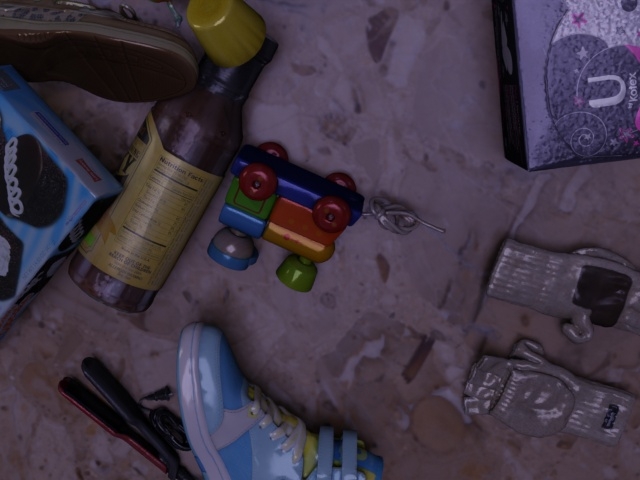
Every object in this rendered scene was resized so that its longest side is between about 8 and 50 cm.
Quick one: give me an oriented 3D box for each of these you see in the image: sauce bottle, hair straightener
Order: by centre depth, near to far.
[{"bbox_3d":[-0.160,-0.087,0.967,0.111,0.111,0.344,30,97,-4],"label":"sauce bottle"},{"bbox_3d":[-0.210,0.225,1.064,0.089,0.047,0.230,-44,97,10],"label":"hair straightener"}]

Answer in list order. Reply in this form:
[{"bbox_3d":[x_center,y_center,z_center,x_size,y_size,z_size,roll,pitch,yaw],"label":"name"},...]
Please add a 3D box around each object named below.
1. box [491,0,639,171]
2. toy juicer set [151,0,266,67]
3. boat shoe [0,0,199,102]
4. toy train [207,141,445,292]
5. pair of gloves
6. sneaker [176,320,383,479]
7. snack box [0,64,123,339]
[{"bbox_3d":[0.273,-0.207,0.903,0.163,0.142,0.247,-7,102,4],"label":"box"},{"bbox_3d":[-0.062,-0.351,0.912,0.209,0.089,0.329,36,87,30],"label":"toy juicer set"},{"bbox_3d":[-0.255,-0.219,0.919,0.285,0.104,0.089,12,60,14],"label":"boat shoe"},{"bbox_3d":[0.000,0.000,0.986,0.248,0.105,0.143,24,113,-3],"label":"toy train"},{"bbox_3d":[0.284,0.120,1.022,0.204,0.042,0.240,8,104,-3],"label":"pair of gloves"},{"bbox_3d":[-0.041,0.225,1.020,0.208,0.127,0.319,-12,110,7],"label":"sneaker"},{"bbox_3d":[-0.381,-0.015,0.963,0.187,0.060,0.322,47,116,4],"label":"snack box"}]
